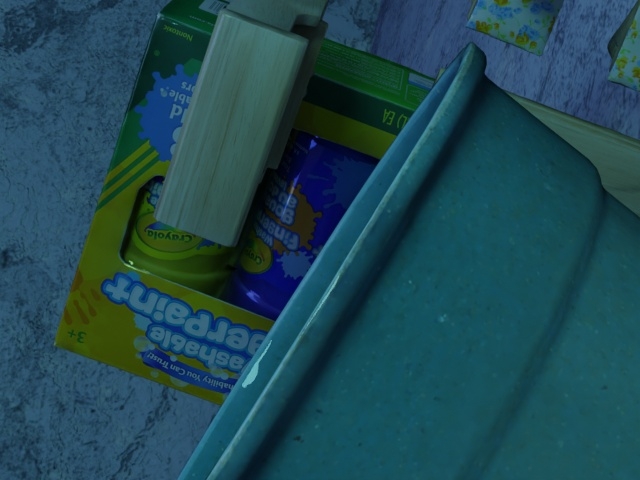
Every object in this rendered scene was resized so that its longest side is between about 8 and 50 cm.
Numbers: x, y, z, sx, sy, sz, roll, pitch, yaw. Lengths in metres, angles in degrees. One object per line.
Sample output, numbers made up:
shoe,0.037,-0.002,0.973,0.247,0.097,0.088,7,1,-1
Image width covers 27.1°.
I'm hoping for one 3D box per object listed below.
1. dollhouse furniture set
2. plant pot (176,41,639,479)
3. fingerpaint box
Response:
dollhouse furniture set,0.096,-0.070,1.091,0.256,0.394,0.362,-76,6,-67
plant pot,0.117,0.135,0.647,0.341,0.334,0.341,-58,1,1
fingerpaint box,0.000,0.000,1.353,0.163,0.445,0.371,-75,6,-68
